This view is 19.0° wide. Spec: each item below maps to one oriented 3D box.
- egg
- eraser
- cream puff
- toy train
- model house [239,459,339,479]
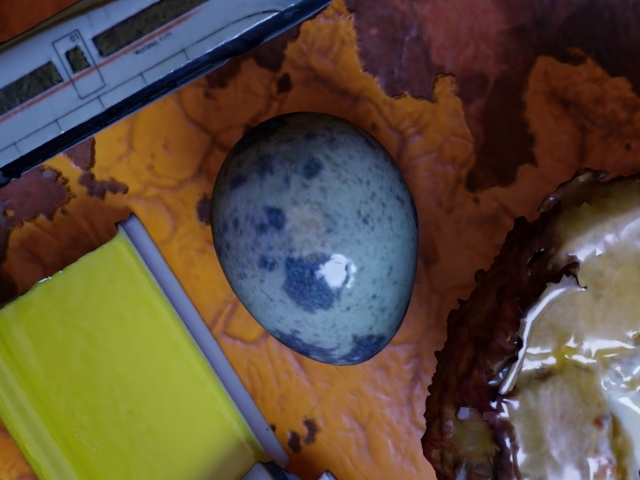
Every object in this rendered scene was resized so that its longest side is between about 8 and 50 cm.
[{"bbox_3d":[0.000,0.000,1.317,0.141,0.141,0.181,-17,99,9],"label":"egg"},{"bbox_3d":[-0.144,0.117,1.386,0.158,0.069,0.226,-32,91,8],"label":"eraser"},{"bbox_3d":[0.230,0.116,1.257,0.350,0.228,0.350,0,92,-3],"label":"cream puff"},{"bbox_3d":[-0.176,-0.116,1.356,0.407,0.086,0.088,-27,87,9],"label":"toy train"},{"bbox_3d":[0.027,0.302,1.296,0.178,0.271,0.206,-50,132,5],"label":"model house"}]
